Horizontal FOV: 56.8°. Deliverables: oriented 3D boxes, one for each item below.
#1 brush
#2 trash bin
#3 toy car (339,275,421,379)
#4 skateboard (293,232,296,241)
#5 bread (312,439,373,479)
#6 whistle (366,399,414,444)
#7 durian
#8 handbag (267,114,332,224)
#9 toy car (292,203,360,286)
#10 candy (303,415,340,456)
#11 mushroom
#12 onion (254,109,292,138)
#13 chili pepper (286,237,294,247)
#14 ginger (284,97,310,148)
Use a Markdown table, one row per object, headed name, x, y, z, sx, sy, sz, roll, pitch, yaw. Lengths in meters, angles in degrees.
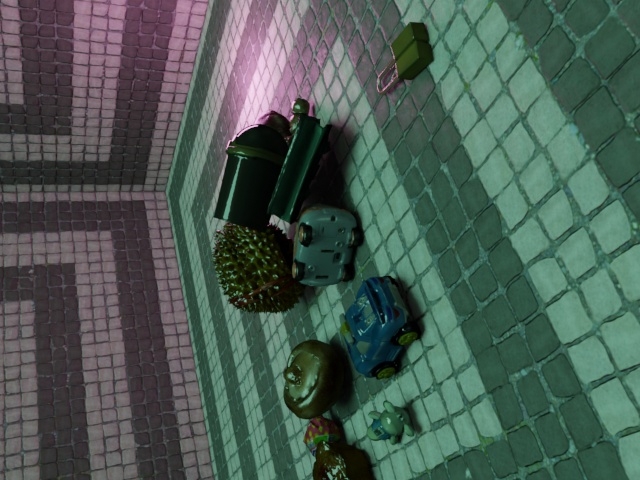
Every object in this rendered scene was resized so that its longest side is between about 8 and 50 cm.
| name | x | y | z | sx | sy | sz | roll | pitch | yaw |
| --- | --- | --- | --- | --- | --- | --- | --- | --- | --- |
| brush | 0.196 | -0.445 | 1.511 | 0.233 | 0.047 | 0.103 | 145 | 119 | -61 |
| trash bin | -0.212 | -0.206 | 1.876 | 0.214 | 0.214 | 0.334 | 14 | 85 | 64 |
| toy car | 0.132 | 0.242 | 1.585 | 0.314 | 0.165 | 0.198 | 112 | 149 | -42 |
| skateboard | -0.047 | -0.003 | 2.024 | 0.063 | 0.083 | 0.032 | 22 | 101 | 59 |
| bread | 0.068 | 0.742 | 1.789 | 0.232 | 0.135 | 0.247 | -168 | 78 | -64 |
| whistle | 0.181 | 0.501 | 1.608 | 0.114 | 0.077 | 0.236 | 48 | 149 | 12 |
| durian | -0.215 | 0.090 | 2.077 | 0.348 | 0.384 | 0.347 | -51 | 5 | 6 |
| handbag | -0.054 | -0.219 | 1.840 | 0.238 | 0.089 | 0.327 | -44 | -25 | -75 |
| toy car | 0.000 | 0.000 | 1.836 | 0.212 | 0.180 | 0.271 | -114 | 31 | -56 |
| candy | -0.012 | 0.552 | 2.011 | 0.124 | 0.124 | 0.366 | 114 | 155 | -43 |
| mushroom | -0.024 | 0.445 | 1.906 | 0.253 | 0.153 | 0.253 | -28 | 51 | 41 |
| onion | -0.188 | -0.333 | 2.156 | 0.272 | 0.195 | 0.272 | 48 | 150 | 40 |
| chili pepper | -0.165 | 0.037 | 2.302 | 0.257 | 0.074 | 0.100 | -20 | 72 | 59 |
| ginger | -0.069 | -0.389 | 2.016 | 0.080 | 0.104 | 0.204 | 129 | 150 | -75 |
